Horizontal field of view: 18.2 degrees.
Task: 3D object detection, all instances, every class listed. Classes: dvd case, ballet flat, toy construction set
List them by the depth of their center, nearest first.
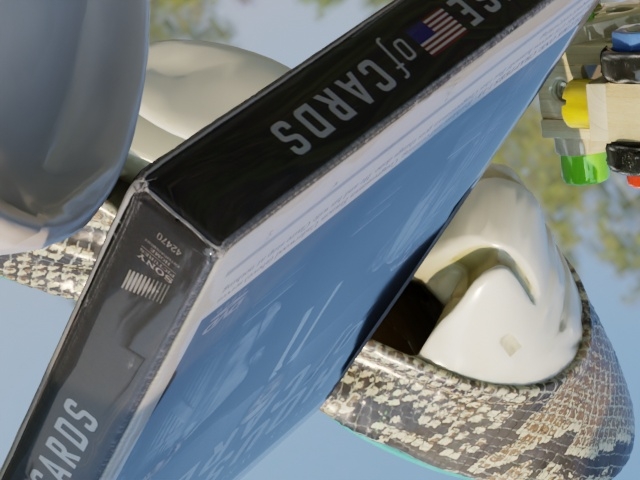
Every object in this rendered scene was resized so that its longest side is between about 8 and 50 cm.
[{"bbox_3d":[-0.019,0.023,0.541,0.179,0.029,0.238,-39,166,-41],"label":"dvd case"},{"bbox_3d":[0.000,0.000,1.072,0.182,0.483,0.164,-51,-158,45],"label":"ballet flat"},{"bbox_3d":[0.260,-0.109,1.153,0.328,0.151,0.215,-14,-171,38],"label":"toy construction set"}]

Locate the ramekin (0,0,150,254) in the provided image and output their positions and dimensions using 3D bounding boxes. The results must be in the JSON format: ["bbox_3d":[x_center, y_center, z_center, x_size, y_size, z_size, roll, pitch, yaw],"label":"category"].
[{"bbox_3d":[-0.155,-0.122,0.576,0.127,0.272,0.273,-10,-160,15],"label":"ramekin"}]
